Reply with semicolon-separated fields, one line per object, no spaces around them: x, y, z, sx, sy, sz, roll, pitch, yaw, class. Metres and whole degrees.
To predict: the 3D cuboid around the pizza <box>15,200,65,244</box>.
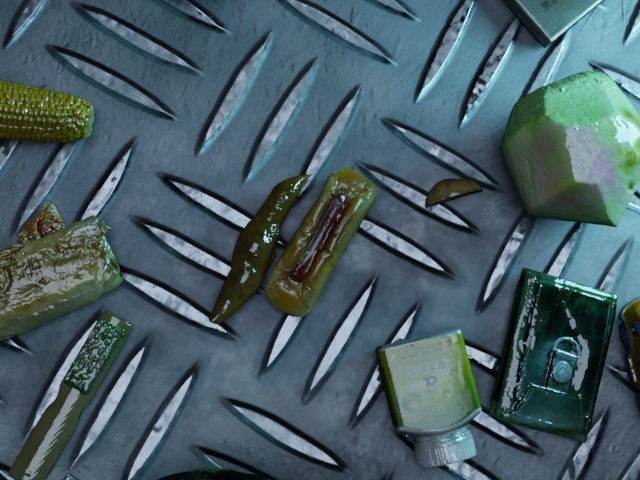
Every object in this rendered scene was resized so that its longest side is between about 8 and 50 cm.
-0.422;-0.023;1.557;0.083;0.025;0.078;0;86;-1;pizza

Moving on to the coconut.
0.383;-0.123;1.511;0.204;0.236;0.236;-31;85;30;coconut

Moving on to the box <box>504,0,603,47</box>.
0.322;-0.485;1.624;0.180;0.047;0.325;-39;86;-6;box

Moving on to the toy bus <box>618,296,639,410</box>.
0.532;0.177;1.513;0.126;0.136;0.209;-13;83;-3;toy bus

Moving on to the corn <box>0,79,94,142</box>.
-0.475;-0.198;1.545;0.260;0.091;0.091;6;86;-3;corn

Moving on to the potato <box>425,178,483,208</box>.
0.204;-0.082;1.581;0.093;0.037;0.036;-17;80;-3;potato

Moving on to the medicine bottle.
0.166;0.234;1.517;0.132;0.088;0.188;-14;84;-4;medicine bottle

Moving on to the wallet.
0.357;0.173;1.551;0.160;0.055;0.236;16;82;-7;wallet

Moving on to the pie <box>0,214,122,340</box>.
-0.430;0.065;1.525;0.282;0.068;0.128;-25;91;-4;pie

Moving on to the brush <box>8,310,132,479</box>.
-0.373;0.238;1.522;0.054;0.048;0.282;30;85;1;brush

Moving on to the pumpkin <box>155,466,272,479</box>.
-0.153;0.524;1.346;0.454;0.344;0.454;-1;95;-16;pumpkin

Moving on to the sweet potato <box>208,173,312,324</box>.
-0.094;0.007;1.548;0.067;0.067;0.274;28;82;1;sweet potato

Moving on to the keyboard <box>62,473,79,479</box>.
-0.318;0.416;1.518;0.176;0.014;0.055;33;80;1;keyboard

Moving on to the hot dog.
0.000;0.000;1.547;0.084;0.073;0.242;31;83;7;hot dog
